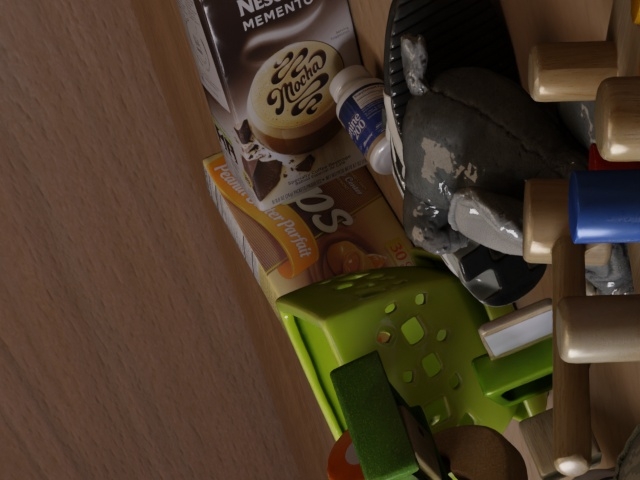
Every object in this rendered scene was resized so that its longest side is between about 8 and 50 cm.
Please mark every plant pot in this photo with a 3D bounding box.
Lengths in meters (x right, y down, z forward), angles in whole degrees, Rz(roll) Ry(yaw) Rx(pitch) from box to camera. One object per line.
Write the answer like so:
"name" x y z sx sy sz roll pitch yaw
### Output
"plant pot" 0.105 0.130 1.432 0.228 0.207 0.227 67 167 -9

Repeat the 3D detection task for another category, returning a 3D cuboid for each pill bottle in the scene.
"pill bottle" 0.058 -0.135 1.441 0.120 0.067 0.067 58 166 32

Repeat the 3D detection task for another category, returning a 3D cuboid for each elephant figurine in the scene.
"elephant figurine" 0.177 -0.038 0.998 0.239 0.186 0.169 33 114 50

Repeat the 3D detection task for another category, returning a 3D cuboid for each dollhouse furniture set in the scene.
"dollhouse furniture set" 0.160 0.214 0.986 0.151 0.198 0.301 55 -166 -63

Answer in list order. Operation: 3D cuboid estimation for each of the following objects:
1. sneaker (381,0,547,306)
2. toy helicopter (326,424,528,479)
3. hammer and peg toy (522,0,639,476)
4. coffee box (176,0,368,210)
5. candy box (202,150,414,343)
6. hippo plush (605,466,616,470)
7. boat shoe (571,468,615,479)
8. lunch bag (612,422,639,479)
"sneaker" 0.103 -0.100 1.187 0.146 0.122 0.330 45 157 53
"toy helicopter" 0.098 0.315 1.138 0.235 0.355 0.140 -12 133 39
"hammer and peg toy" 0.190 -0.042 0.724 0.361 0.127 0.266 84 -175 -56
"coffee box" -0.050 -0.205 1.524 0.119 0.168 0.297 51 162 49
"candy box" 0.000 0.000 1.676 0.316 0.183 0.087 60 166 24
"hippo plush" 0.282 0.372 1.170 0.236 0.294 0.234 48 138 -13
"boat shoe" 0.259 0.276 0.907 0.267 0.096 0.088 61 165 -3
"lunch bag" 0.269 0.194 0.700 0.305 0.213 0.256 -87 13 -72
